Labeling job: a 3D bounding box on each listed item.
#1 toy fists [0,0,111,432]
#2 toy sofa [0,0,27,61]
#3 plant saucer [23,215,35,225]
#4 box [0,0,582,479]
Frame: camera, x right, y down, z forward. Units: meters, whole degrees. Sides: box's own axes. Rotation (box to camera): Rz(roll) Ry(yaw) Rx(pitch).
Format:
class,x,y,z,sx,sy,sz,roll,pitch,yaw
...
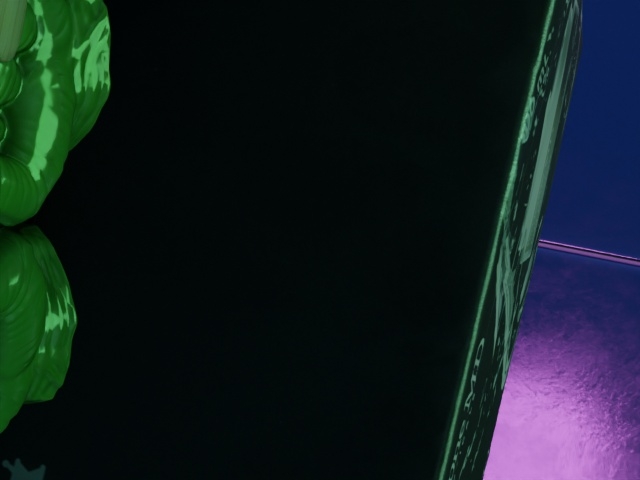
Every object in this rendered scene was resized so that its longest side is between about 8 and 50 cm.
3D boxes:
class,x,y,z,sx,sy,sz,roll,pitch,yaw
toy fists,-0.183,-0.011,0.942,0.142,0.096,0.279,-19,125,-53
toy sofa,-0.156,-0.233,0.590,0.177,0.150,0.362,13,88,-89
plant saucer,-0.190,-0.053,1.181,0.310,0.050,0.310,12,90,-85
box,0.000,0.000,1.327,0.472,0.297,0.479,35,68,-78
